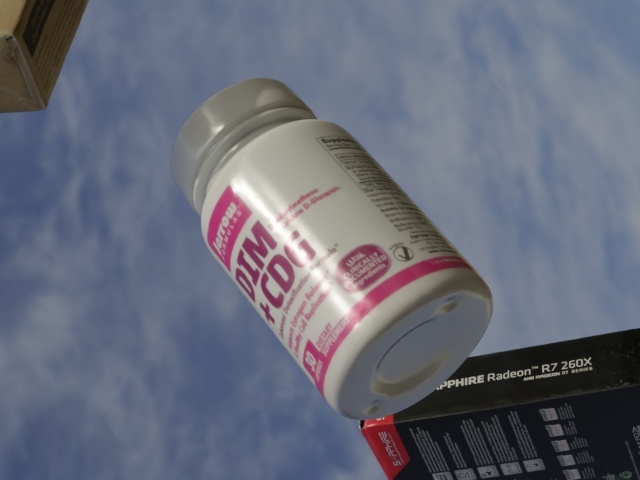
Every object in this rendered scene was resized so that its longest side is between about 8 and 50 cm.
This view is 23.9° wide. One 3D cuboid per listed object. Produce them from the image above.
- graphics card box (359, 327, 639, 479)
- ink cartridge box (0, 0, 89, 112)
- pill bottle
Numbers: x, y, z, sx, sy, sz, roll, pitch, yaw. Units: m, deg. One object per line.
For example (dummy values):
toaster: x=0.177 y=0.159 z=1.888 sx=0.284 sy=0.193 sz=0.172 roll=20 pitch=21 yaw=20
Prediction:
graphics card box: x=0.258 y=0.230 z=1.788 sx=0.094 sy=0.371 sz=0.233 roll=-82 pitch=-27 yaw=-45
ink cartridge box: x=-0.328 y=-0.196 z=1.289 sx=0.088 sy=0.235 sz=0.193 roll=74 pitch=-162 yaw=-45
pill bottle: x=0.000 y=0.000 z=1.271 sx=0.160 sy=0.160 sz=0.283 roll=12 pitch=-148 yaw=-53
